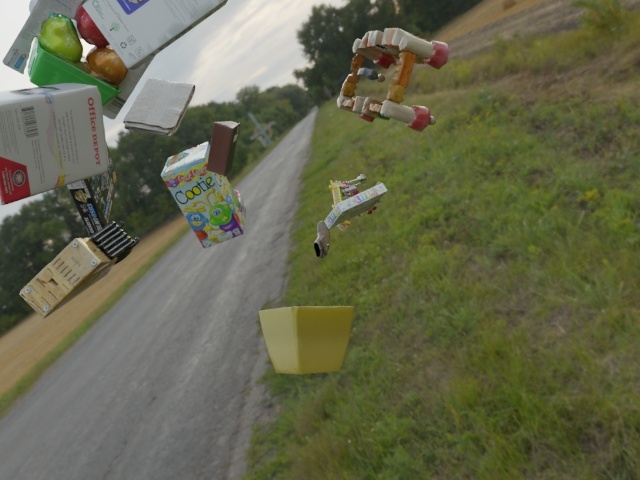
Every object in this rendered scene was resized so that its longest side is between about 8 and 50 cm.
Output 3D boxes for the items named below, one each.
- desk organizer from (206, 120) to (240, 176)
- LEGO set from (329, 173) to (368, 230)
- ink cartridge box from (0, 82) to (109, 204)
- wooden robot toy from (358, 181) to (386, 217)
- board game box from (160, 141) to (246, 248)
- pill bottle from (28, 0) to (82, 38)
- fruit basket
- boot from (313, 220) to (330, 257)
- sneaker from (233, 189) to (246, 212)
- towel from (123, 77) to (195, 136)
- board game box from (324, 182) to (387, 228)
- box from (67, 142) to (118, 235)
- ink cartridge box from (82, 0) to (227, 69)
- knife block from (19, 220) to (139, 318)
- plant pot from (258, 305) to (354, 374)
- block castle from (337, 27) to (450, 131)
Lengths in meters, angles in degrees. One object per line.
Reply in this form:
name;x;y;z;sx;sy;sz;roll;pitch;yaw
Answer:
desk organizer;-0.237;-0.226;1.382;0.047;0.050;0.130;-63;-9;-60
LEGO set;0.099;-0.138;1.782;0.107;0.132;0.287;-17;16;13
ink cartridge box;-0.668;-0.239;1.343;0.131;0.226;0.306;13;25;22
wooden robot toy;0.172;-0.153;2.165;0.173;0.079;0.076;-45;47;33
board game box;-0.356;-0.139;1.779;0.142;0.275;0.144;-21;29;7
pill bottle;-0.896;-0.797;2.009;0.264;0.146;0.146;18;39;22
fruit basket;-0.629;-0.549;1.568;0.353;0.327;0.165;-55;43;11
boot;0.000;0.000;1.921;0.042;0.118;0.087;-12;8;26
sneaker;-0.326;-0.120;2.165;0.103;0.111;0.252;-44;17;-7
towel;-0.583;-0.491;2.073;0.049;0.187;0.282;98;-178;-53
board game box;0.092;-0.090;1.500;0.154;0.026;0.103;-26;-13;-29
box;-0.759;-0.221;1.898;0.073;0.293;0.295;-3;48;-5
ink cartridge box;-0.339;-0.542;1.267;0.333;0.165;0.065;-32;14;7
knife block;-0.611;0.068;1.497;0.276;0.088;0.242;-44;0;-1
plant pot;-0.039;0.293;1.674;0.212;0.187;0.212;4;-12;-34
block castle;0.262;-0.565;2.030;0.453;0.213;0.303;36;113;63
